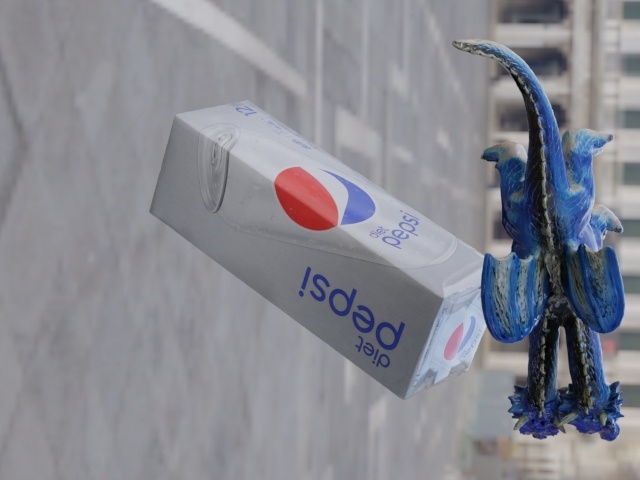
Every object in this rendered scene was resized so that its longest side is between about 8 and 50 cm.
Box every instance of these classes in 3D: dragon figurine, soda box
[{"bbox_3d":[0.142,0.011,1.015,0.289,0.085,0.144,72,18,-48],"label":"dragon figurine"},{"bbox_3d":[0.000,0.000,1.294,0.091,0.286,0.098,-17,135,-49],"label":"soda box"}]
